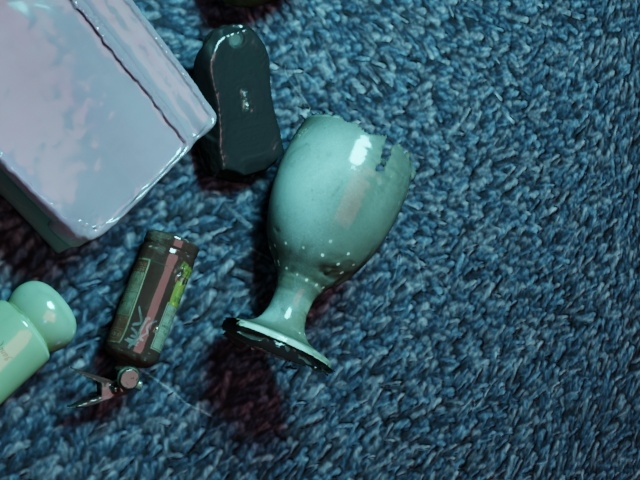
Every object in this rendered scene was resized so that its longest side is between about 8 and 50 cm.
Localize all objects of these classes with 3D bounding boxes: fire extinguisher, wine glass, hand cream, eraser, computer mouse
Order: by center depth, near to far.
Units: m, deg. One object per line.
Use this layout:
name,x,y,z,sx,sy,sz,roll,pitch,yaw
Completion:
hand cream,-0.426,0.164,1.219,0.306,0.093,0.147,-40,87,-24
eraser,-0.329,-0.198,1.267,0.272,0.122,0.359,-48,115,-26
fire extinguisher,-0.249,0.108,1.358,0.106,0.075,0.252,21,78,-5
computer mouse,-0.121,-0.187,1.442,0.122,0.073,0.217,-15,105,-32
wine glass,-0.003,0.000,1.456,0.190,0.190,0.357,34,70,-30

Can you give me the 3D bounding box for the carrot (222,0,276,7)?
carrot,-0.037,-0.426,1.469,0.302,0.139,0.138,-38,111,-29
